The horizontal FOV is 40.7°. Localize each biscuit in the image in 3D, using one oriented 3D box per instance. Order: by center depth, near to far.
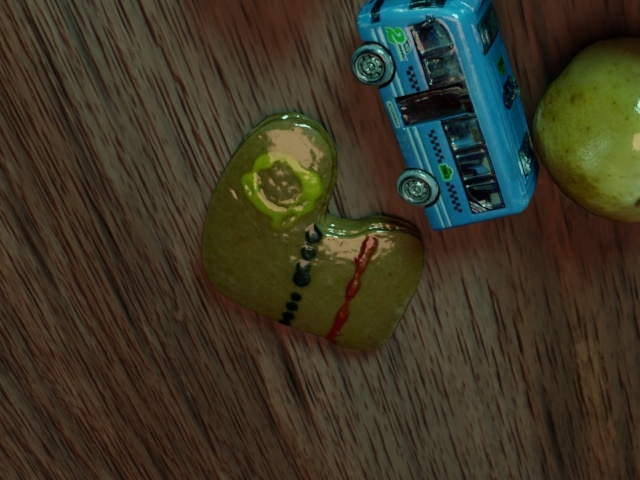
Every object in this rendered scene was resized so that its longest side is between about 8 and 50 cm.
[{"bbox_3d":[0.000,0.001,1.024,0.277,0.052,0.262,25,122,-6],"label":"biscuit"}]

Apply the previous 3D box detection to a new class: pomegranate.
[{"bbox_3d":[0.306,-0.101,0.835,0.196,0.196,0.196,4,121,7],"label":"pomegranate"}]

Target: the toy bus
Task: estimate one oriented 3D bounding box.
[{"bbox_3d":[0.131,-0.141,0.868,0.134,0.113,0.246,-7,120,29],"label":"toy bus"}]
